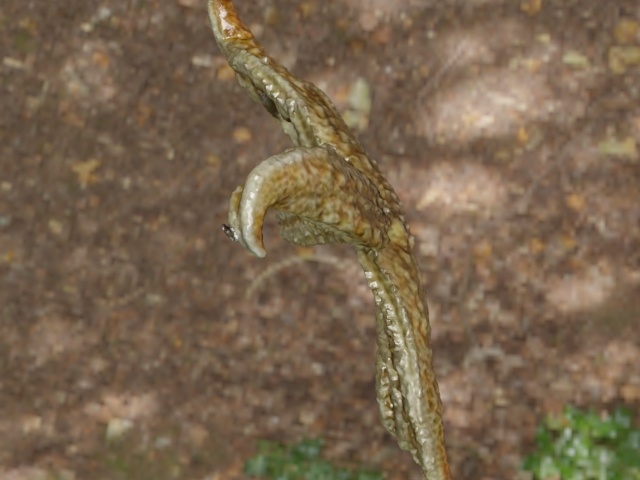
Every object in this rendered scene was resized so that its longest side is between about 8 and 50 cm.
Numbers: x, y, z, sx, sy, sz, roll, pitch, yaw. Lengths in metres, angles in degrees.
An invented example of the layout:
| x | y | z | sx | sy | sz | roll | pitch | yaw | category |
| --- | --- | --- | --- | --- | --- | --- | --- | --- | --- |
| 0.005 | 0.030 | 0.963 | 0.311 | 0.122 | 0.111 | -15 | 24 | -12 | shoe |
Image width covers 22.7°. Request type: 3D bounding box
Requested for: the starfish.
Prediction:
| x | y | z | sx | sy | sz | roll | pitch | yaw | category |
| --- | --- | --- | --- | --- | --- | --- | --- | --- | --- |
| 0.009 | -0.005 | 1.022 | 0.094 | 0.375 | 0.327 | -26 | 160 | 3 | starfish |
